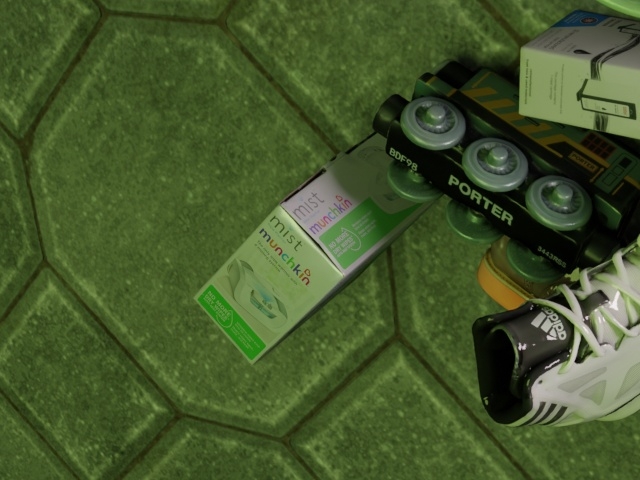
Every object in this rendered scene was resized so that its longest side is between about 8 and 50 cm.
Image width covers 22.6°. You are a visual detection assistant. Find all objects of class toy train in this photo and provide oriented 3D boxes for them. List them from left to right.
[{"bbox_3d":[0.226,-0.088,1.869,0.334,0.190,0.142,35,143,19],"label":"toy train"}]

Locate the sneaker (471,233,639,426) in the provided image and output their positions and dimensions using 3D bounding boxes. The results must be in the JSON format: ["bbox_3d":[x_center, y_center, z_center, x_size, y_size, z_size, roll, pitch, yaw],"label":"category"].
[{"bbox_3d":[0.329,0.074,1.668,0.169,0.257,0.447,58,133,22],"label":"sneaker"}]

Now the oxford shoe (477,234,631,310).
[{"bbox_3d":[0.356,0.073,1.909,0.363,0.130,0.133,30,123,21],"label":"oxford shoe"}]

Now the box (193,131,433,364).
[{"bbox_3d":[0.000,0.000,2.042,0.127,0.262,0.231,48,132,3],"label":"box"}]

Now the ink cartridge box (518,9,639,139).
[{"bbox_3d":[0.341,-0.180,1.757,0.203,0.148,0.086,14,121,30],"label":"ink cartridge box"}]

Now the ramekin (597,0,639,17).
[{"bbox_3d":[0.367,-0.388,1.617,0.303,0.148,0.303,18,124,29],"label":"ramekin"}]
